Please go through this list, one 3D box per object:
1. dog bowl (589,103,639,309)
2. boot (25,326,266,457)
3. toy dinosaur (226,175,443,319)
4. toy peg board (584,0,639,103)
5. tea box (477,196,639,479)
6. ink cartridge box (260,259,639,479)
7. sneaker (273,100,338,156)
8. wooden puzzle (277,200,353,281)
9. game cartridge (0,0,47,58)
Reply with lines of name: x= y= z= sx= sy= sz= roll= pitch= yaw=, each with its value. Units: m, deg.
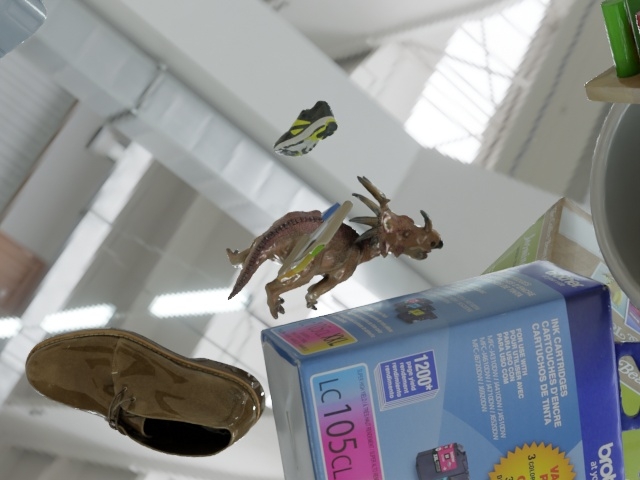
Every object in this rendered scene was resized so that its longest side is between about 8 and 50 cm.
dog bowl: x=0.412 y=-0.051 z=1.182 sx=0.348 sy=0.102 sz=0.349 roll=-4 pitch=-96 yaw=44
boot: x=-0.227 y=0.183 z=1.475 sx=0.115 sy=0.305 sz=0.112 roll=-52 pitch=148 yaw=-62
toy dinosaur: x=0.000 y=0.000 z=1.669 sx=0.200 sy=0.295 sz=0.127 roll=-44 pitch=-117 yaw=43
toy peg board: x=0.317 y=-0.178 z=1.002 sx=0.161 sy=0.079 sz=0.160 roll=-33 pitch=-155 yaw=-27
tea box: x=0.343 y=0.182 z=1.656 sx=0.323 sy=0.329 sz=0.220 roll=-48 pitch=-168 yaw=40
ink cartridge box: x=0.159 y=0.183 z=1.283 sx=0.395 sy=0.270 sz=0.151 roll=-13 pitch=-166 yaw=-17
sneaker: x=-0.015 y=-0.113 z=1.257 sx=0.083 sy=0.031 sz=0.035 roll=-26 pitch=-120 yaw=35
wooden puzzle: x=-0.004 y=0.001 z=1.124 sx=0.078 sy=0.014 sz=0.116 roll=-36 pitch=-166 yaw=49
game cartridge: x=-0.449 y=-0.199 z=1.254 sx=0.297 sy=0.198 sz=0.062 roll=-34 pitch=-116 yaw=9
